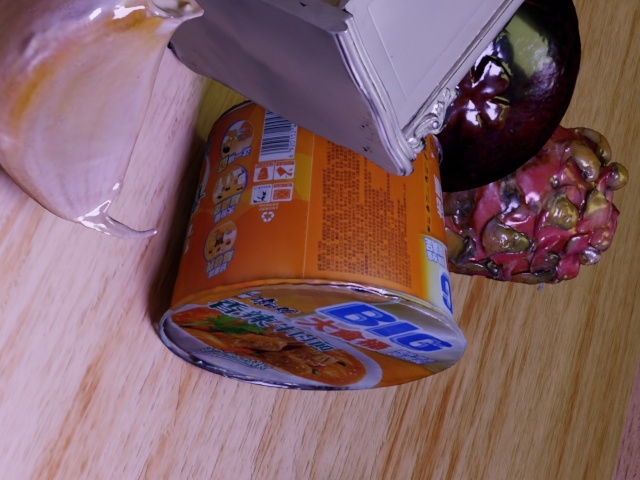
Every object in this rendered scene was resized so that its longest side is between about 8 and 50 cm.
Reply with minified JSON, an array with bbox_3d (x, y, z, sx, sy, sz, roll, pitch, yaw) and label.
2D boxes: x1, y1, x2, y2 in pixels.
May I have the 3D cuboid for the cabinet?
[{"bbox_3d":[0.033,-0.280,1.587,0.318,0.290,0.227,-52,147,-15],"label":"cabinet"}]

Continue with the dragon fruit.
[{"bbox_3d":[0.250,-0.066,2.319,0.250,0.291,0.269,-5,96,-63],"label":"dragon fruit"}]

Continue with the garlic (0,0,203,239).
[{"bbox_3d":[-0.185,-0.117,1.370,0.145,0.164,0.245,-72,178,-53],"label":"garlic"}]

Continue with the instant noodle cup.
[{"bbox_3d":[0.000,0.000,1.720,0.296,0.296,0.214,52,38,-59],"label":"instant noodle cup"}]

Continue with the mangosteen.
[{"bbox_3d":[0.135,-0.219,2.044,0.347,0.307,0.307,-111,-167,-66],"label":"mangosteen"}]
